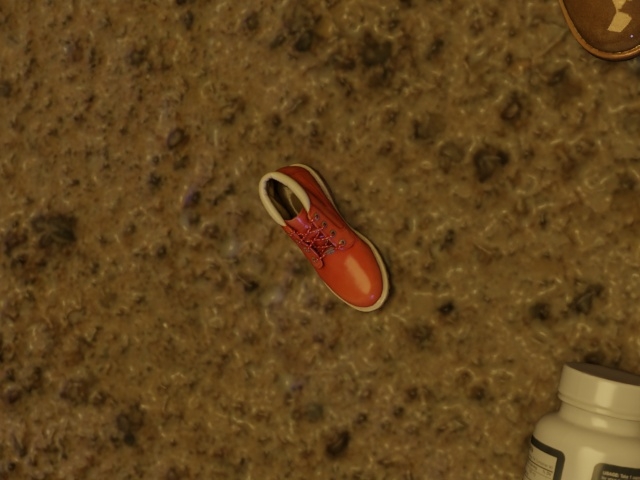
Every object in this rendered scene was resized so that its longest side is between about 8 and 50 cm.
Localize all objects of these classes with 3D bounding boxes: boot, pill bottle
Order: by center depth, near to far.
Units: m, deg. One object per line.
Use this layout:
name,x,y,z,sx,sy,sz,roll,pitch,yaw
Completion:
boot,0.231,-0.302,1.094,0.112,0.115,0.305,-2,91,18
pill bottle,0.224,0.198,1.107,0.108,0.108,0.180,14,95,19
boot,0.000,0.000,1.198,0.059,0.084,0.158,-39,80,15
